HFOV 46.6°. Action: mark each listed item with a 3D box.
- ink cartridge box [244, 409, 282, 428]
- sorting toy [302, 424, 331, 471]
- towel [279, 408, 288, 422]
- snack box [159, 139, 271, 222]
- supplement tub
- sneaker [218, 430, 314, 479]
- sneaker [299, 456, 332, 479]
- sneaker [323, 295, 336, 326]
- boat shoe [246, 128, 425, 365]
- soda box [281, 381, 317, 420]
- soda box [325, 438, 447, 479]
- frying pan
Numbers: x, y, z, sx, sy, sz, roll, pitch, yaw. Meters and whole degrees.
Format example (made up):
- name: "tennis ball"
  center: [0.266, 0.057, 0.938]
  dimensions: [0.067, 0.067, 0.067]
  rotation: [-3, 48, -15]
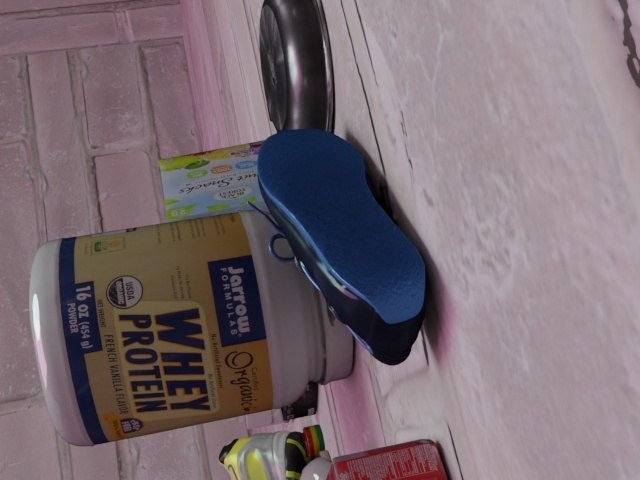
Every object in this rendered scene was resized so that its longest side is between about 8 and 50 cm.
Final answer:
- name: "ink cartridge box"
  center: [-0.144, 0.295, 1.665]
  dimensions: [0.148, 0.085, 0.203]
  rotation: [93, 165, -47]
- name: "sorting toy"
  center: [0.008, 0.404, 1.064]
  dimensions: [0.275, 0.046, 0.132]
  rotation: [-115, 19, -55]
- name: "towel"
  center: [-0.068, 0.289, 1.449]
  dimensions: [0.152, 0.023, 0.113]
  rotation: [111, 146, -66]
- name: "snack box"
  center: [-0.123, -0.062, 1.010]
  dimensions: [0.207, 0.174, 0.070]
  rotation: [-118, 19, -58]
- name: "supplement tub"
  center: [-0.139, 0.089, 0.833]
  dimensions: [0.228, 0.316, 0.229]
  rotation: [171, 90, -80]
- name: "sneaker"
  center: [-0.084, 0.496, 1.253]
  dimensions: [0.145, 0.147, 0.385]
  rotation: [-29, -61, -71]
- name: "sneaker"
  center: [0.007, 0.370, 0.774]
  dimensions: [0.105, 0.123, 0.290]
  rotation: [13, 121, 48]
- name: "sneaker"
  center: [0.003, 0.000, 0.731]
  dimensions: [0.170, 0.051, 0.089]
  rotation: [-121, 29, -55]
- name: "boat shoe"
  center: [0.002, -0.002, 0.593]
  dimensions: [0.258, 0.108, 0.089]
  rotation: [-109, 11, -52]
- name: "soda box"
  center: [-0.036, 0.195, 1.095]
  dimensions: [0.169, 0.053, 0.060]
  rotation: [93, 164, -47]
- name: "soda box"
  center: [0.073, 0.281, 0.514]
  dimensions: [0.092, 0.083, 0.263]
  rotation: [98, 161, -58]
- name: "frying pan"
  center: [-0.043, -0.191, 0.838]
  dimensions: [0.326, 0.053, 0.197]
  rotation: [-151, 54, -73]
